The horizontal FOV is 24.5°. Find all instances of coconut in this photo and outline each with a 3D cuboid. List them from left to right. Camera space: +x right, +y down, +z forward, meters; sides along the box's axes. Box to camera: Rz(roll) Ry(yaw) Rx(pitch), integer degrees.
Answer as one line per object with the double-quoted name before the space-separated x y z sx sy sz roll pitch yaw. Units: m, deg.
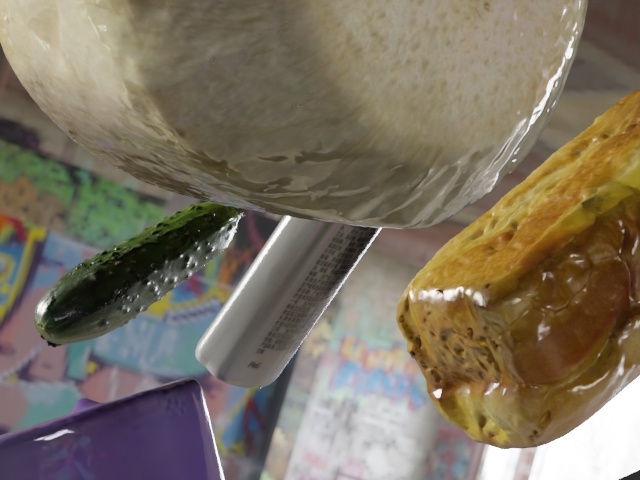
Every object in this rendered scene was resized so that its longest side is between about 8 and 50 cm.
"coconut" -0.021 -0.150 0.769 0.329 0.328 0.329 16 -8 2

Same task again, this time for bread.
"bread" 0.224 0.013 1.125 0.149 0.344 0.195 58 -24 -15

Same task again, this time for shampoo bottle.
"shampoo bottle" 0.000 0.000 1.014 0.056 0.227 0.086 41 20 20

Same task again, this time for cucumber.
"cucumber" -0.152 0.022 1.273 0.069 0.227 0.069 33 -38 31

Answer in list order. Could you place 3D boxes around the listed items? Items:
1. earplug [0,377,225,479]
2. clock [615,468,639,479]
"earplug" -0.117 0.330 0.969 0.215 0.455 0.215 -18 -3 -1
"clock" 0.137 0.201 0.724 0.279 0.049 0.273 -23 16 -13
